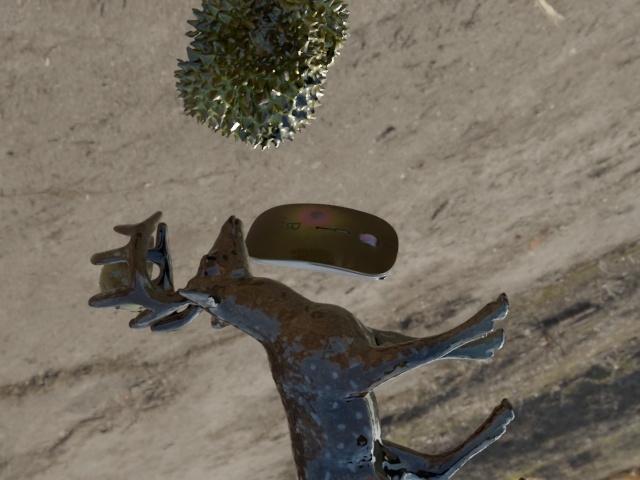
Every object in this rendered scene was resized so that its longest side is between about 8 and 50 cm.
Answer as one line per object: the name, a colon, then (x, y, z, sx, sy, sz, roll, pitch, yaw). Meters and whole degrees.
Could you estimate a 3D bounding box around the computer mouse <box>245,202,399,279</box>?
computer mouse: (0.000, 0.000, 1.368, 0.310, 0.158, 0.072, 8, 139, 12)

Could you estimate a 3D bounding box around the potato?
potato: (-0.369, 0.043, 1.327, 0.100, 0.172, 0.089, 10, 146, -18)

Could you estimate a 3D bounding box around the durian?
durian: (-0.084, -0.283, 1.053, 0.258, 0.258, 0.293, 16, 117, -49)

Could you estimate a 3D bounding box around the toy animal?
toy animal: (-0.009, 0.090, 0.437, 0.260, 0.243, 0.087, -8, -176, 9)
